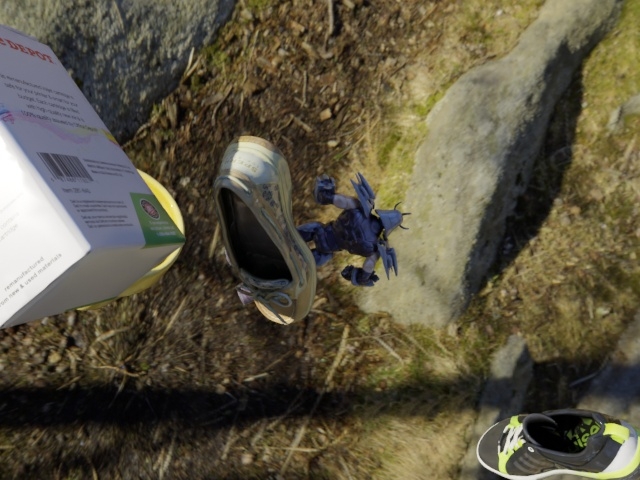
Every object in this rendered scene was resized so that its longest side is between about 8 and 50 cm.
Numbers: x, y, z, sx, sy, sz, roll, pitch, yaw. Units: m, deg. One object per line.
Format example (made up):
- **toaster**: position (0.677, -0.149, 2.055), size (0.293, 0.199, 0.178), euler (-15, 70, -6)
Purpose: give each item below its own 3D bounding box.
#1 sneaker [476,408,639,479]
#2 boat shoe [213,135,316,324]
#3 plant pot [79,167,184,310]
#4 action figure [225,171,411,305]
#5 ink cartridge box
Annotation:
- **sneaker**: position (0.258, 0.222, 0.752), size (0.097, 0.235, 0.084), euler (36, 57, -20)
- **boat shoe**: position (-0.075, 0.012, 0.793), size (0.105, 0.285, 0.089), euler (4, 43, 21)
- **plant pot**: position (-0.424, 0.016, 1.253), size (0.254, 0.239, 0.254), euler (20, 50, -25)
- **action figure**: position (0.000, 0.000, 0.979), size (0.285, 0.099, 0.185), euler (-19, 92, 15)
- **ink cartridge box**: position (-0.285, -0.073, 0.628), size (0.117, 0.201, 0.278), euler (-37, 85, 10)
